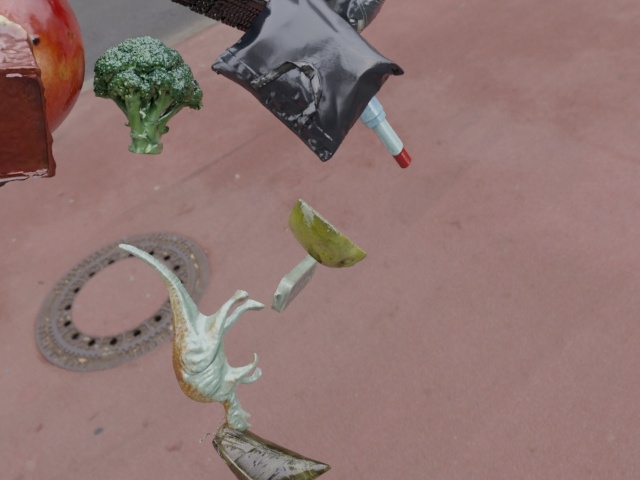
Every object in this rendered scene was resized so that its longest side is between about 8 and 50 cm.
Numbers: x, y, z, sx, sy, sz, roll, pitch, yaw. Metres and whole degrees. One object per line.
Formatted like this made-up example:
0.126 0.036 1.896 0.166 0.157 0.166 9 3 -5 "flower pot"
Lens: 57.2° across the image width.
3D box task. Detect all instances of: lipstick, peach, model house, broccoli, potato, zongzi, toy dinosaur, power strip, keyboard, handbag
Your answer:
0.132 -0.285 1.395 0.061 0.274 0.068 -30 23 23 "lipstick"
-0.647 -0.355 1.150 0.388 0.388 0.388 -8 44 8 "peach"
-0.517 -0.228 0.915 0.160 0.196 0.254 -9 46 -24 "model house"
-0.398 -0.337 1.377 0.270 0.270 0.270 4 8 -1 "broccoli"
0.000 0.000 1.143 0.149 0.120 0.081 41 94 23 "potato"
-0.095 0.369 1.036 0.187 0.184 0.084 48 30 6 "zongzi"
-0.188 0.149 0.986 0.205 0.393 0.092 -49 31 -18 "toy dinosaur"
-0.049 0.088 1.281 0.029 0.080 0.227 25 23 10 "power strip"
-0.146 -0.378 0.944 0.072 0.231 0.023 -26 83 27 "keyboard"
-0.022 -0.284 0.971 0.211 0.254 0.089 -49 8 4 "handbag"

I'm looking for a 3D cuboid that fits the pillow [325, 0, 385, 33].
0.032 -0.461 1.214 0.335 0.092 0.161 -13 51 56 "pillow"
